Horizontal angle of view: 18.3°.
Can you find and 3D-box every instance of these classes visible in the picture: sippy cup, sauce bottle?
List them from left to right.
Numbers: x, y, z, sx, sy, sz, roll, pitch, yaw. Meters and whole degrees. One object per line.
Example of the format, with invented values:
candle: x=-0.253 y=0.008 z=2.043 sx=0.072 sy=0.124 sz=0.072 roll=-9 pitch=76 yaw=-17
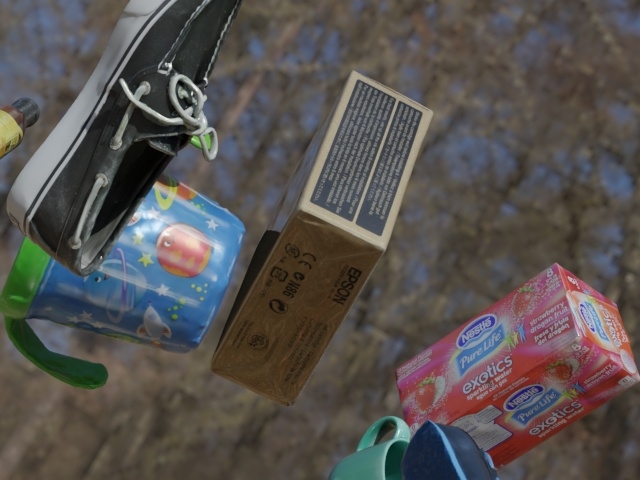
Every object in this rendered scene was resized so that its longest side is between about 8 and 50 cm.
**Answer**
sauce bottle: x=-0.279 y=-0.093 z=1.721 sx=0.042 sy=0.128 sz=0.042 roll=7 pitch=-66 yaw=17
sippy cup: x=-0.212 y=0.013 z=2.191 sx=0.224 sy=0.240 sz=0.305 roll=23 pitch=-31 yaw=-8

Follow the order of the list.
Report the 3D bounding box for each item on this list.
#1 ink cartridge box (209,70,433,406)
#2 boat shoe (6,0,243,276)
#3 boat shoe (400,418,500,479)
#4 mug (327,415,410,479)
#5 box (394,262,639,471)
ink cartridge box: x=0.000 y=0.000 z=1.745 sx=0.088 sy=0.193 sz=0.234 roll=26 pitch=-45 yaw=-4
boat shoe: x=-0.140 y=-0.108 z=1.658 sx=0.105 sy=0.306 sz=0.113 roll=39 pitch=4 yaw=25
boat shoe: x=0.144 y=0.246 z=1.669 sx=0.089 sy=0.258 sz=0.109 roll=21 pitch=-54 yaw=-26
mug: x=0.068 y=0.288 z=2.209 sx=0.097 sy=0.158 sz=0.129 roll=-24 pitch=-75 yaw=27
box: x=0.227 y=0.158 z=2.328 sx=0.257 sy=0.122 sz=0.128 roll=-36 pitch=-48 yaw=25
